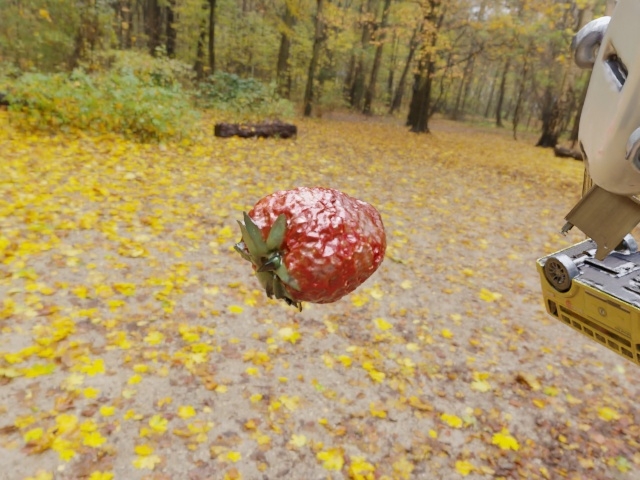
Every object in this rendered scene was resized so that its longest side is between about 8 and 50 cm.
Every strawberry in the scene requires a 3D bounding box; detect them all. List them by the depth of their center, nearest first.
[{"bbox_3d":[-0.001,-0.002,0.506,0.148,0.131,0.131,-35,32,-13],"label":"strawberry"}]

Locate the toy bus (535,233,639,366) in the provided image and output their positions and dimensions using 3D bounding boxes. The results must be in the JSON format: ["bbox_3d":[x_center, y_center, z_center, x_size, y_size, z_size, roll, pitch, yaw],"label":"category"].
[{"bbox_3d":[0.483,0.100,0.748,0.145,0.151,0.331,-18,21,-12],"label":"toy bus"}]

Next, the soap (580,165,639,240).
[{"bbox_3d":[0.589,-0.109,1.045,0.089,0.274,0.173,-2,49,21],"label":"soap"}]

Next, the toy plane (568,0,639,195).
[{"bbox_3d":[0.256,-0.129,0.353,0.118,0.244,0.244,-2,17,6],"label":"toy plane"}]

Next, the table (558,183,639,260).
[{"bbox_3d":[0.346,-0.028,0.631,0.070,0.082,0.083,42,22,19],"label":"table"}]
